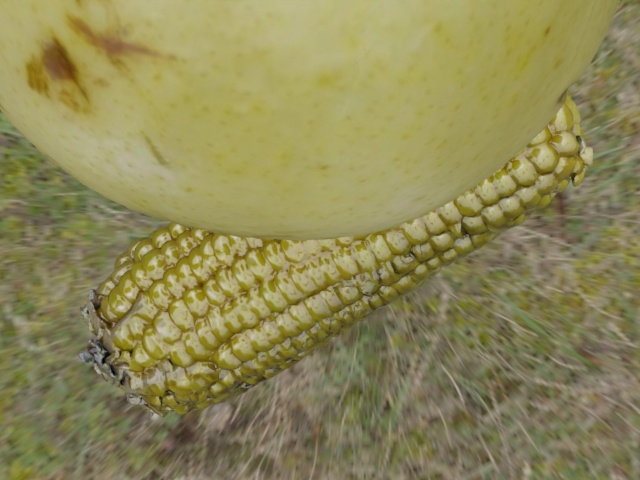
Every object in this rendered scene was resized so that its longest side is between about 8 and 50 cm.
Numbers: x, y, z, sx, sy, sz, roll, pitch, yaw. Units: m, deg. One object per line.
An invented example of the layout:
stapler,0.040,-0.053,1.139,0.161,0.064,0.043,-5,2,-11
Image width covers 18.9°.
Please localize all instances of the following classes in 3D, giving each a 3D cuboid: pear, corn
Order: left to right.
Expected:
pear,-0.012,-0.154,0.766,0.309,0.309,0.309,0,90,1
corn,0.000,0.000,1.045,0.318,0.115,0.115,-32,90,21
